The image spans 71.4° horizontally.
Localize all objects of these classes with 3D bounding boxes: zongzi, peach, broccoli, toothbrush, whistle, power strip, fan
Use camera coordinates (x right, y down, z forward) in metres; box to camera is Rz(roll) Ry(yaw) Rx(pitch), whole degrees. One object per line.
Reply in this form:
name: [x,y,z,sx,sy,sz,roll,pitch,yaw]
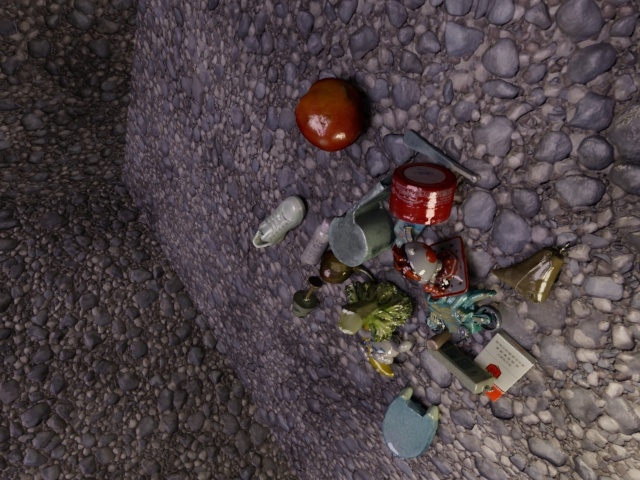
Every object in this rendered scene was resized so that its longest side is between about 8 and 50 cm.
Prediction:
zongzi: [0.565,0.056,1.226,0.178,0.081,0.189,40,132,45]
peach: [0.041,-0.418,1.493,0.243,0.199,0.243,1,96,12]
broccoli: [0.187,0.265,1.588,0.252,0.361,0.221,35,106,1]
toothbrush: [0.341,0.114,1.522,0.037,0.028,0.375,-2,119,37]
whistle: [0.159,-0.080,1.565,0.188,0.168,0.405,36,130,32]
power strip: [0.461,0.413,1.507,0.286,0.080,0.048,38,130,56]
fan: [0.358,-0.249,1.344,0.282,0.023,0.057,43,137,29]

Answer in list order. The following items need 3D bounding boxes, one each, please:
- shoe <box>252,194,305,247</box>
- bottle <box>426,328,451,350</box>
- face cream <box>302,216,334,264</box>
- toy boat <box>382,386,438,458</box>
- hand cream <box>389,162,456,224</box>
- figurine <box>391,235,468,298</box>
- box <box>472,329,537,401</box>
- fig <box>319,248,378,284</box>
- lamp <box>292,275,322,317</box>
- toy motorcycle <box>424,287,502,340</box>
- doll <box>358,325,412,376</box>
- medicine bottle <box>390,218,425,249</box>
shoe: [-0.202,-0.074,2.014,0.132,0.160,0.363,56,143,9]
bottle: [0.413,0.344,1.548,0.045,0.096,0.045,27,128,40]
face cream: [0.000,0.000,1.874,0.082,0.082,0.269,52,141,17]
toy boat: [0.376,0.753,1.844,0.215,0.123,0.330,27,119,30]
hand cream: [0.304,-0.143,1.330,0.193,0.193,0.125,32,133,36]
figurine: [0.310,0.072,1.364,0.160,0.226,0.183,-25,62,53]
box: [0.574,0.409,1.442,0.139,0.035,0.245,45,139,25]
fig: [0.116,0.119,1.786,0.245,0.149,0.149,13,123,18]
lamp: [-0.063,0.264,2.074,0.121,0.121,0.215,45,130,24]
toy motorcycle: [0.448,0.210,1.441,0.296,0.109,0.198,-10,92,54]
doll: [0.244,0.421,1.790,0.252,0.111,0.237,42,130,43]
medicine bottle: [0.296,-0.037,1.510,0.090,0.053,0.208,45,139,20]
